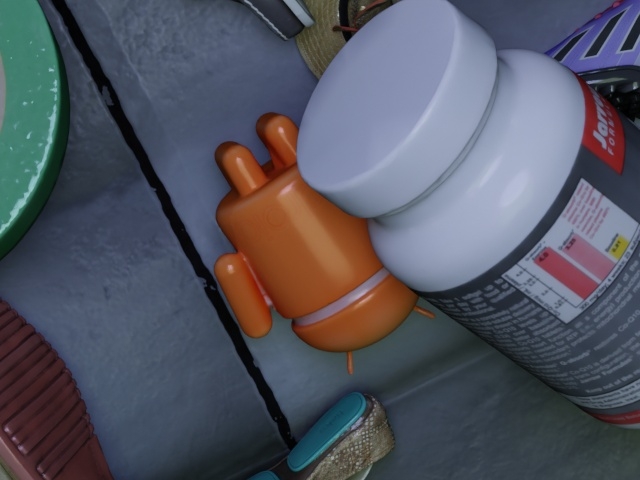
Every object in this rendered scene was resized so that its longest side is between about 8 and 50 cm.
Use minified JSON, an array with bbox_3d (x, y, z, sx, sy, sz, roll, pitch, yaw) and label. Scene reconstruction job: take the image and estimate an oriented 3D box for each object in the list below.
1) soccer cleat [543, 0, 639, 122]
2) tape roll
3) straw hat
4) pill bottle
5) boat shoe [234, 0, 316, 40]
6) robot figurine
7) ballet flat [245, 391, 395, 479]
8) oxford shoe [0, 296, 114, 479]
[{"bbox_3d":[0.293,-0.177,1.532,0.318,0.108,0.116,-16,75,3],"label":"soccer cleat"},{"bbox_3d":[-0.359,-0.106,1.426,0.321,0.077,0.321,0,83,-1],"label":"tape roll"},{"bbox_3d":[0.047,-0.184,1.509,0.061,0.144,0.144,-8,104,-47],"label":"straw hat"},{"bbox_3d":[0.168,-0.019,1.432,0.363,0.210,0.210,35,95,-30],"label":"pill bottle"},{"bbox_3d":[-0.102,-0.237,1.479,0.228,0.081,0.068,44,96,-4],"label":"boat shoe"},{"bbox_3d":[-0.002,0.001,1.506,0.219,0.128,0.158,55,46,-12],"label":"robot figurine"},{"bbox_3d":[-0.018,0.217,1.574,0.206,0.073,0.067,-38,116,5],"label":"ballet flat"},{"bbox_3d":[-0.256,0.201,1.511,0.146,0.140,0.397,-32,91,25],"label":"oxford shoe"}]
